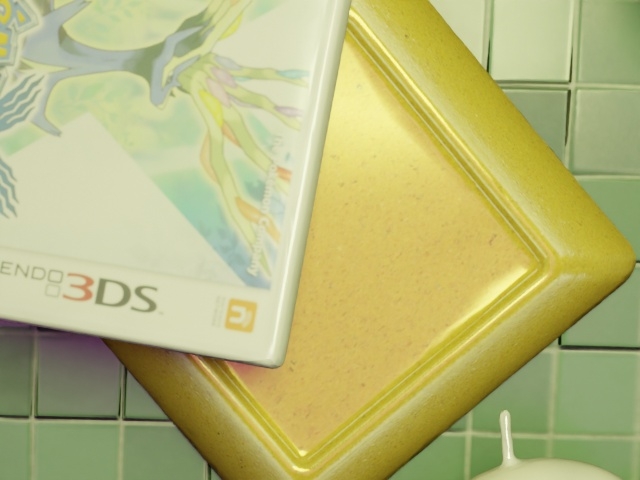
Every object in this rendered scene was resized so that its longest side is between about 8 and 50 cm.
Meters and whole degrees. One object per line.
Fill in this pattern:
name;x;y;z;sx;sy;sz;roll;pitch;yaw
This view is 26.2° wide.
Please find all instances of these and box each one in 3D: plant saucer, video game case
plant saucer;0.000;0.000;0.937;0.333;0.081;0.333;-40;94;2
video game case;-0.140;-0.104;0.885;0.300;0.036;0.329;9;83;11

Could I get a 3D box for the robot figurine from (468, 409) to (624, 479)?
robot figurine;0.177;0.291;0.904;0.300;0.200;0.353;-38;95;-35
